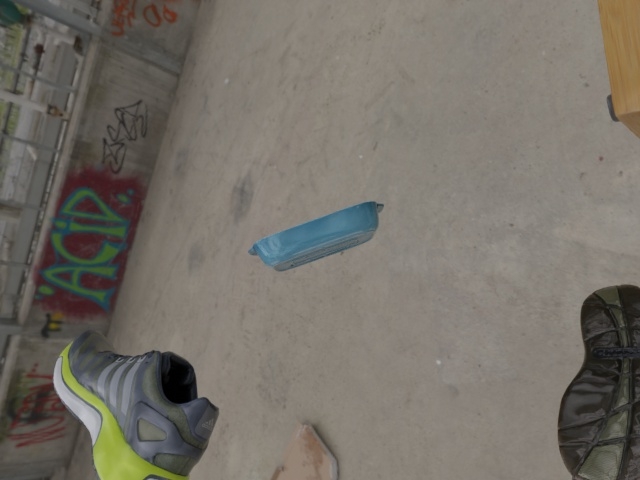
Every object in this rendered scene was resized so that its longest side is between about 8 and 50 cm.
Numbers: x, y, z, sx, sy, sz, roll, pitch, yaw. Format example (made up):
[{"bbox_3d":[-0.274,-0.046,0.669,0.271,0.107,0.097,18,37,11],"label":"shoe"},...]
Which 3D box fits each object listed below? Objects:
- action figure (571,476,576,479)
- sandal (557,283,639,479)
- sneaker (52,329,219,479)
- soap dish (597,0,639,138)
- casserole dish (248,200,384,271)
[{"bbox_3d":[0.682,0.586,1.037,0.099,0.285,0.185,-7,27,17],"label":"action figure"},{"bbox_3d":[0.300,0.143,0.416,0.090,0.060,0.219,-16,35,45],"label":"sandal"},{"bbox_3d":[-0.220,0.182,0.504,0.300,0.111,0.121,25,70,40],"label":"sneaker"},{"bbox_3d":[0.363,-0.178,0.382,0.118,0.291,0.229,-15,69,50],"label":"soap dish"},{"bbox_3d":[0.000,0.000,0.541,0.188,0.114,0.037,-20,80,-1],"label":"casserole dish"}]
